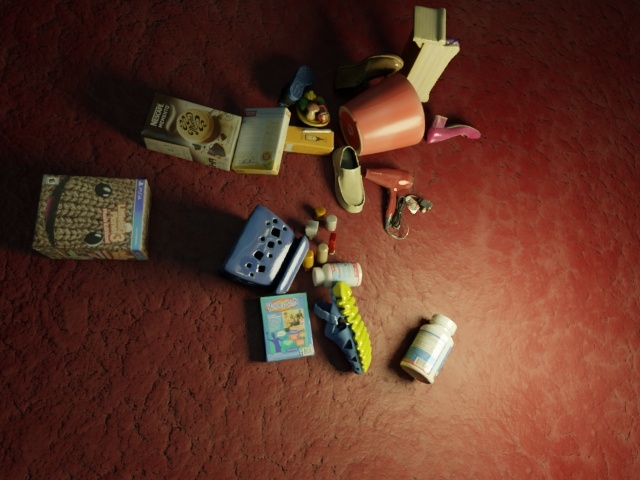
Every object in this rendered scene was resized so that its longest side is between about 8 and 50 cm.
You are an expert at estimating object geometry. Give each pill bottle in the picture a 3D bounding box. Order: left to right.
[{"bbox_3d":[0.056,0.122,1.460,0.160,0.087,0.087,-3,76,-15],"label":"pill bottle"},{"bbox_3d":[0.382,0.372,1.453,0.124,0.124,0.221,38,69,-1],"label":"pill bottle"}]

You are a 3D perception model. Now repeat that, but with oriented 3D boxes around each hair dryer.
[{"bbox_3d":[0.281,-0.174,1.601,0.223,0.080,0.293,-41,87,-20],"label":"hair dryer"}]

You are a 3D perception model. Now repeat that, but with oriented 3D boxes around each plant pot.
[{"bbox_3d":[-0.179,0.050,1.349,0.212,0.236,0.236,29,73,-10],"label":"plant pot"},{"bbox_3d":[0.217,-0.454,1.581,0.243,0.275,0.275,-23,81,-9],"label":"plant pot"}]

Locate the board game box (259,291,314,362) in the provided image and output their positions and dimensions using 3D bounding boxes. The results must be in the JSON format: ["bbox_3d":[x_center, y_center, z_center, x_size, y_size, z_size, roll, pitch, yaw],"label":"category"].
[{"bbox_3d":[-0.114,0.287,1.394,0.160,0.047,0.210,-4,76,-14],"label":"board game box"}]

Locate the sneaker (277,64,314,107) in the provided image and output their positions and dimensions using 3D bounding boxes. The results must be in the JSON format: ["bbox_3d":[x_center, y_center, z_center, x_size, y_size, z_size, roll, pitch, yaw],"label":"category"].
[{"bbox_3d":[-0.100,-0.598,1.626,0.081,0.090,0.232,49,43,-25],"label":"sneaker"}]

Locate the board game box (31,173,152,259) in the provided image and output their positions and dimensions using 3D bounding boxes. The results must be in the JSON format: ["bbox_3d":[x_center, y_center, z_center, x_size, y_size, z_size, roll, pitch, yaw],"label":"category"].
[{"bbox_3d":[-0.691,-0.066,1.300,0.291,0.141,0.232,1,75,-13],"label":"board game box"}]

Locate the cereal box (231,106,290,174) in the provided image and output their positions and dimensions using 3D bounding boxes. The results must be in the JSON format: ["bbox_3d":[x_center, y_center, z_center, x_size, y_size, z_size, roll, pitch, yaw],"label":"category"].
[{"bbox_3d":[-0.211,-0.356,1.493,0.173,0.047,0.240,7,78,23],"label":"cereal box"}]

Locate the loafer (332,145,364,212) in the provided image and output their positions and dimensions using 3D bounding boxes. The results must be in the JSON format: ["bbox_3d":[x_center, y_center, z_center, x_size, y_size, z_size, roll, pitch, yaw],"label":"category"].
[{"bbox_3d":[0.104,-0.235,1.568,0.102,0.092,0.268,-10,78,-16],"label":"loafer"}]

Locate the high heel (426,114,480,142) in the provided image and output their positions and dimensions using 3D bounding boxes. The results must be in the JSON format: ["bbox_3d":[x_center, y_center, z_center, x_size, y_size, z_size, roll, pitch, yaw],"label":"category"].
[{"bbox_3d":[0.559,-0.436,1.759,0.244,0.082,0.117,11,104,-25],"label":"high heel"}]

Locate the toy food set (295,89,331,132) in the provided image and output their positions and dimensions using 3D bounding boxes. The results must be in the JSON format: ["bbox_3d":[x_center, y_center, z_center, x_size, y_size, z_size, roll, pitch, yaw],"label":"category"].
[{"bbox_3d":[-0.020,-0.499,1.581,0.128,0.071,0.218,1,51,-16],"label":"toy food set"}]

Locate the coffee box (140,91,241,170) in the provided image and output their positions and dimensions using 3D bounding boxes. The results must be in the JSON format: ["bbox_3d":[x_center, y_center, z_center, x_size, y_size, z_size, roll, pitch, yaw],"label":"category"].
[{"bbox_3d":[-0.442,-0.375,1.458,0.297,0.119,0.168,13,73,-10],"label":"coffee box"}]

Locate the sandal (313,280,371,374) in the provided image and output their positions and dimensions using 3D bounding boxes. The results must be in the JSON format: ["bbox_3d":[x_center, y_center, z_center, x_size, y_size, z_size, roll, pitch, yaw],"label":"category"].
[{"bbox_3d":[0.076,0.301,1.415,0.138,0.126,0.317,-21,87,18],"label":"sandal"}]

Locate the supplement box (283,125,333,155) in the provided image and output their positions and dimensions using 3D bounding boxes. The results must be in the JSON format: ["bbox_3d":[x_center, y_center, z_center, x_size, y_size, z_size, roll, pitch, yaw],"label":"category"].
[{"bbox_3d":[-0.070,-0.376,1.573,0.233,0.080,0.078,4,75,-11],"label":"supplement box"}]

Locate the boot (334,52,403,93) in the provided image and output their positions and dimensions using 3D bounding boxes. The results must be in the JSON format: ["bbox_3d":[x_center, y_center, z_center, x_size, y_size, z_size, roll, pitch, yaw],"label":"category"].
[{"bbox_3d":[0.181,-0.635,1.617,0.112,0.305,0.115,27,74,-45],"label":"boot"}]

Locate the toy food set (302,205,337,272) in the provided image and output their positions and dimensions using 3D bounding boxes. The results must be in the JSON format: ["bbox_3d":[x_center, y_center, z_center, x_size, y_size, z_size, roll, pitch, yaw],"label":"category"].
[{"bbox_3d":[0.000,0.000,1.494,0.111,0.104,0.232,8,55,2],"label":"toy food set"}]

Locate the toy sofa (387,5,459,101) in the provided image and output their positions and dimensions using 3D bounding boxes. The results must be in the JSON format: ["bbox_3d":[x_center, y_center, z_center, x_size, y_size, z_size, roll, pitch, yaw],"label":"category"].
[{"bbox_3d":[0.388,-0.706,1.626,0.177,0.362,0.150,7,73,-5],"label":"toy sofa"}]
